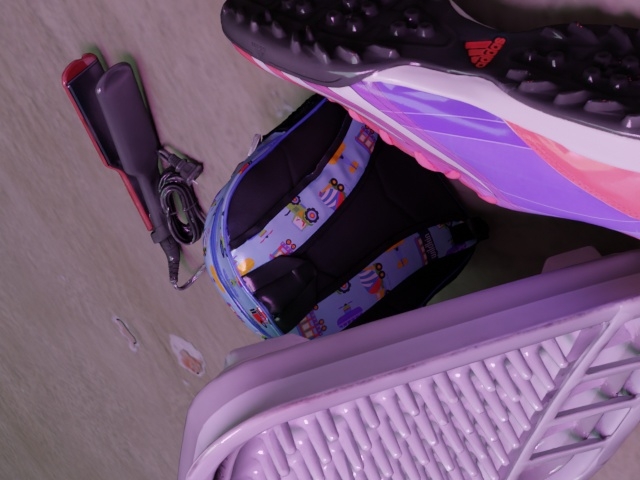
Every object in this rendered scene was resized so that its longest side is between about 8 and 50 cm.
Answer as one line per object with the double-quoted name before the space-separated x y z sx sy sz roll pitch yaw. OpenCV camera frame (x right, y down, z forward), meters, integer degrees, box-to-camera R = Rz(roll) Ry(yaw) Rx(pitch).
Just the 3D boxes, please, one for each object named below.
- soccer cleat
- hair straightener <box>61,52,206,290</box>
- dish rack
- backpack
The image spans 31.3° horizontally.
"soccer cleat" 0.076 -0.076 0.647 0.318 0.108 0.116 21 142 29
"hair straightener" -0.137 -0.045 0.946 0.089 0.047 0.230 16 135 37
"dish rack" 0.058 0.115 0.703 0.285 0.333 0.072 105 144 -52
"backpack" 0.000 0.000 0.737 0.158 0.173 0.117 53 145 -11
